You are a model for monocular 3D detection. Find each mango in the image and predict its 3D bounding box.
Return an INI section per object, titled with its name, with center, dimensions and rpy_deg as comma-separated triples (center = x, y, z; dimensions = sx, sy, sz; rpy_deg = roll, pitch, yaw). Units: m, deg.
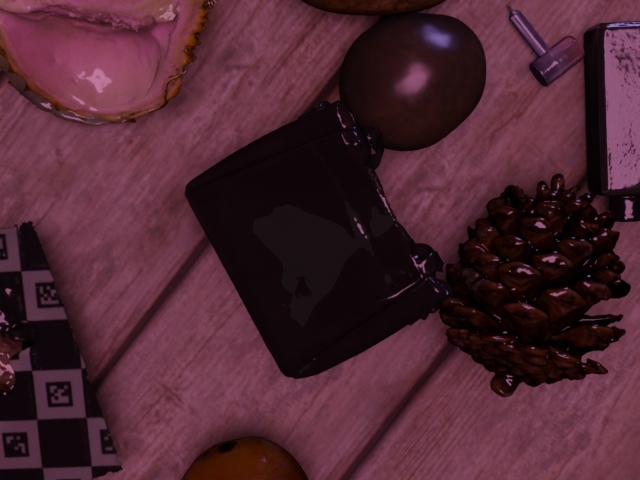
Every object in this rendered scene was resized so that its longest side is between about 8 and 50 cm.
[mango]
center = -0.105, 0.395, 1.350
dimensions = 0.193, 0.146, 0.316
rpy_deg = 10, 108, -1

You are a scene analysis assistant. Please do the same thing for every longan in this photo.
[longan]
center = 0.111, -0.194, 1.291
dimensions = 0.187, 0.167, 0.167
rpy_deg = -23, 95, -28

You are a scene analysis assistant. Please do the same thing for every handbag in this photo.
[handbag]
center = 0.000, 0.000, 1.286
dimensions = 0.257, 0.113, 0.285
rpy_deg = -28, 89, 30

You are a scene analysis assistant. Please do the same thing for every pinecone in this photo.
[pinecone]
center = 0.257, 0.059, 1.290
dimensions = 0.224, 0.224, 0.272
rpy_deg = 17, 74, -2

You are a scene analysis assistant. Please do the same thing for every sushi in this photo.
[sushi]
center = -0.438, 0.171, 1.365
dimensions = 0.320, 0.069, 0.339
rpy_deg = -19, 95, 9

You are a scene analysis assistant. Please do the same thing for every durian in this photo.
[durian]
center = -0.268, -0.230, 1.295
dimensions = 0.305, 0.185, 0.195
rpy_deg = -3, 114, 3

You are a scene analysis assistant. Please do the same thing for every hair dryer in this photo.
[hair dryer]
center = 0.275, -0.257, 1.358
dimensions = 0.063, 0.037, 0.114
rpy_deg = -38, 87, 0

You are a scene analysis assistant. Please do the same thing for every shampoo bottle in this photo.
[shampoo bottle]
center = 0.378, -0.146, 1.343
dimensions = 0.079, 0.080, 0.246
rpy_deg = -3, 94, 1

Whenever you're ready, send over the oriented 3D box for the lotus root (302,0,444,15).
[lotus root]
center = 0.046, -0.341, 1.294
dimensions = 0.260, 0.128, 0.145
rpy_deg = 0, 68, 0
